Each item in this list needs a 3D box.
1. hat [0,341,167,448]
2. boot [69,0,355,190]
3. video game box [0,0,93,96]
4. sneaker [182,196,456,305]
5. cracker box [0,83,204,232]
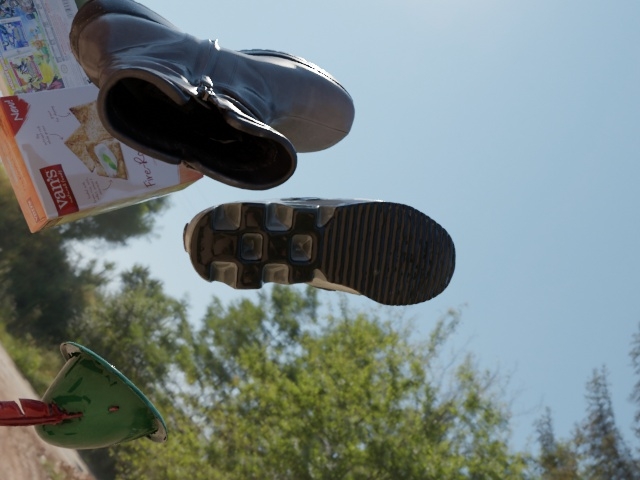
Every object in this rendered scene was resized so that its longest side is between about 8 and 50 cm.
[{"bbox_3d":[-0.323,0.241,0.823,0.208,0.183,0.173,30,-36,18],"label":"hat"},{"bbox_3d":[-0.071,-0.114,0.668,0.223,0.338,0.118,52,-55,46],"label":"boot"},{"bbox_3d":[-0.536,-0.367,1.291,0.048,0.187,0.205,6,-62,45],"label":"video game box"},{"bbox_3d":[0.000,0.000,0.814,0.146,0.330,0.123,-157,-104,-70],"label":"sneaker"},{"bbox_3d":[-0.285,-0.119,0.881,0.067,0.232,0.156,-22,-89,48],"label":"cracker box"}]
